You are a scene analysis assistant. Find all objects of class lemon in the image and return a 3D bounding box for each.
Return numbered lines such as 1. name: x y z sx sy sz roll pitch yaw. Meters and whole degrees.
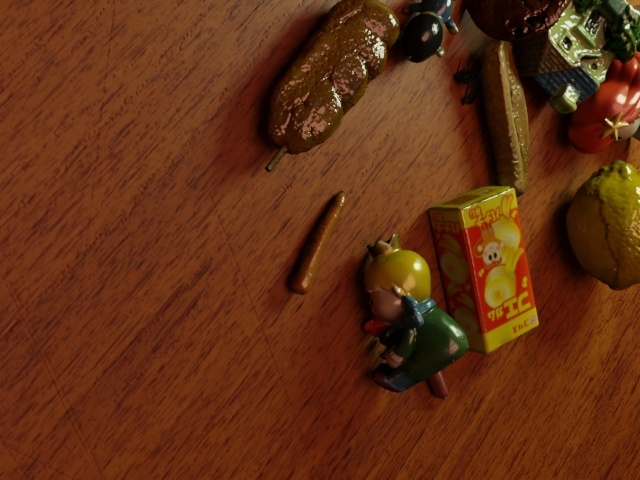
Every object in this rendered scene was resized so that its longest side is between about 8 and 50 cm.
1. lemon: 0.590 -0.028 1.656 0.204 0.204 0.260 -12 100 -34

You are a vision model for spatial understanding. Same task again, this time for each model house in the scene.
1. model house: 0.466 -0.348 1.562 0.214 0.195 0.189 38 80 -28

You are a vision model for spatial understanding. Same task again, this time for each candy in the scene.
1. candy: 0.297 0.051 1.524 0.146 0.088 0.276 -24 106 -33

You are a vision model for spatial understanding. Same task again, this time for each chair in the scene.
1. chair: 0.263 -0.289 1.513 0.037 0.042 0.086 -31 146 -28

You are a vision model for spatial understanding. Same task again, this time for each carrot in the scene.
1. carrot: 0.000 0.000 1.346 0.037 0.037 0.190 34 73 -32

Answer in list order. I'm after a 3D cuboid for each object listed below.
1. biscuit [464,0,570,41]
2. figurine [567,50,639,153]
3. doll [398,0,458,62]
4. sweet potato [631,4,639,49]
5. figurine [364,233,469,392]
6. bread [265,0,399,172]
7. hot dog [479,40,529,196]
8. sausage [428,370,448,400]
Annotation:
1. biscuit: 0.348 -0.438 1.481 0.192 0.192 0.049 -65 156 -13
2. figurine: 0.612 -0.269 1.683 0.257 0.181 0.208 4 131 -33
3. doll: 0.182 -0.365 1.422 0.102 0.089 0.179 25 62 8
4. sweet potato: 0.658 -0.438 1.733 0.385 0.109 0.109 -1 94 -35
5. figurine: 0.123 0.121 1.401 0.234 0.185 0.127 53 32 1
6. bread: 0.005 -0.241 1.306 0.124 0.084 0.344 36 72 -8
7. hot dog: 0.336 -0.221 1.543 0.083 0.068 0.289 -25 111 -46
8. sausage: 0.184 0.191 1.490 0.029 0.029 0.223 -33 111 -29
